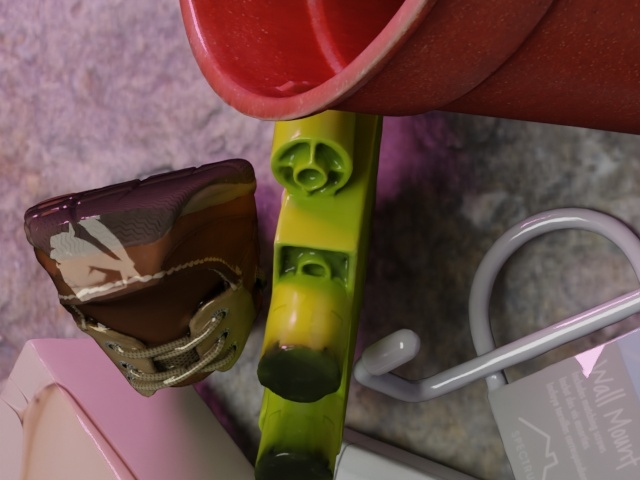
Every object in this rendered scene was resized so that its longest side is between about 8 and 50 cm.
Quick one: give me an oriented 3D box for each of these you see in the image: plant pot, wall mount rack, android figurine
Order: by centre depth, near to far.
[{"bbox_3d":[0.113,-0.165,0.799,0.272,0.265,0.272,-24,62,55],"label":"plant pot"},{"bbox_3d":[0.188,0.103,0.866,0.304,0.130,0.350,-26,64,17],"label":"wall mount rack"},{"bbox_3d":[0.000,0.000,0.965,0.056,0.273,0.248,5,137,2],"label":"android figurine"}]

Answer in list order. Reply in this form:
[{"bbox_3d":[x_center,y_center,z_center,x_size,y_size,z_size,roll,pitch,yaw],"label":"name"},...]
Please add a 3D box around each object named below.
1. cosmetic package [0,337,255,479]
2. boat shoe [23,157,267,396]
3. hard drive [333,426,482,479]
[{"bbox_3d":[-0.097,0.215,1.060,0.309,0.113,0.160,47,121,38],"label":"cosmetic package"},{"bbox_3d":[-0.080,0.024,0.989,0.123,0.324,0.120,-12,90,5],"label":"boat shoe"},{"bbox_3d":[0.115,0.270,0.994,0.353,0.047,0.233,18,100,33],"label":"hard drive"}]
